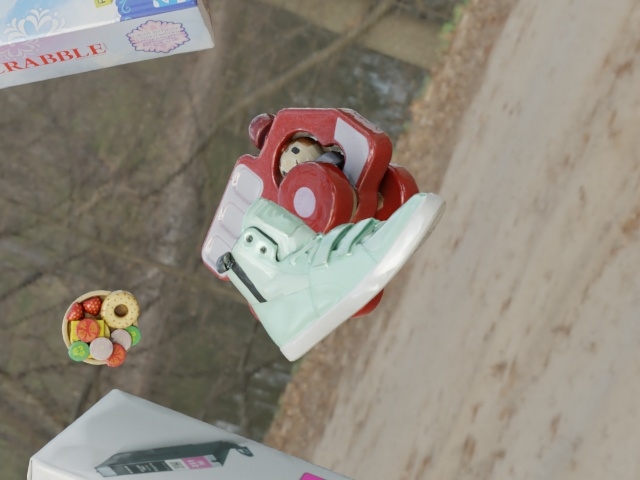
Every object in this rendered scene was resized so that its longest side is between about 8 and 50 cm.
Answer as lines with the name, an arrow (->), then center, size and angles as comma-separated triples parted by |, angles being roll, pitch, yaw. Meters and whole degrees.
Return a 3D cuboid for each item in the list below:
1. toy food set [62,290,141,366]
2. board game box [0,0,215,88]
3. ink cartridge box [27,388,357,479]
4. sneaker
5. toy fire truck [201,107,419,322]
toy food set -> -0.234, 0.094, 1.302 | 0.020, 0.083, 0.082 | -160, 70, -69
board game box -> -0.261, -0.273, 0.973 | 0.066, 0.318, 0.318 | 70, -170, -68
ink cartridge box -> -0.101, 0.228, 0.908 | 0.239, 0.275, 0.060 | -41, -34, -61
sneaker -> -0.001, 0.000, 1.202 | 0.256, 0.151, 0.094 | -42, -1, 35
toy fire truck -> -0.032, -0.040, 1.577 | 0.254, 0.169, 0.302 | 39, 118, 34
